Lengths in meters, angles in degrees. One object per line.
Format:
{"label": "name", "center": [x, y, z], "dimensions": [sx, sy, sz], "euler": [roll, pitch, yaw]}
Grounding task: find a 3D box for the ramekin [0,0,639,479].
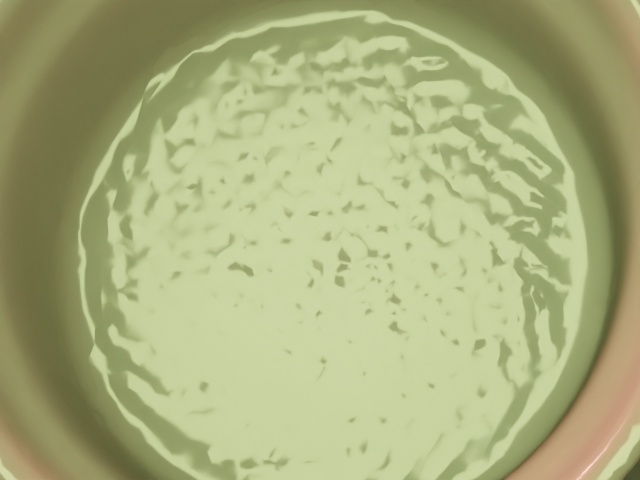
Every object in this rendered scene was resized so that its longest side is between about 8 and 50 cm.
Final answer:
{"label": "ramekin", "center": [0.000, 0.000, 0.694], "dimensions": [0.277, 0.135, 0.277], "euler": [-1, 82, 5]}
